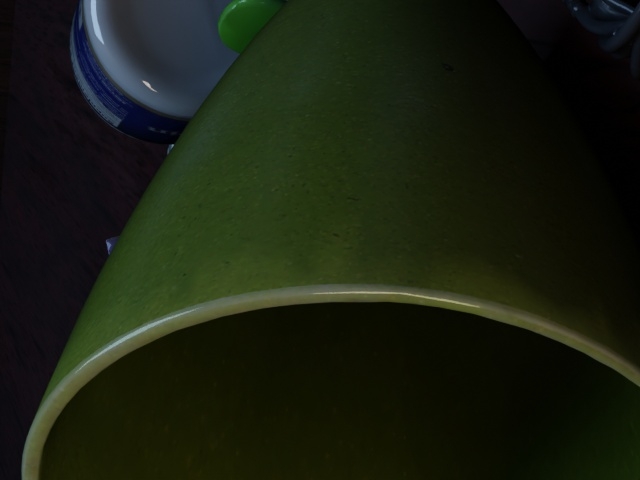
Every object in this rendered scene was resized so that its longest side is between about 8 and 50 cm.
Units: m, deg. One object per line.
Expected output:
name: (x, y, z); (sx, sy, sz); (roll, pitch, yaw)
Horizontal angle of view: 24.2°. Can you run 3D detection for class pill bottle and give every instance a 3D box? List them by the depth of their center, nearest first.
pill bottle: (-0.108, -0.152, 1.112); (0.265, 0.153, 0.153); (171, 102, -77)

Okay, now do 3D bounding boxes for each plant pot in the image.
plant pot: (0.027, 0.008, 0.692); (0.274, 0.275, 0.293); (113, 167, -45)

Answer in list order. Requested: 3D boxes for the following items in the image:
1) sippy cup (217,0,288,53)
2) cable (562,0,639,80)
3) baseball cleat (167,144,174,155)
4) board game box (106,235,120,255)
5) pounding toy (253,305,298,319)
sippy cup: (-0.032, -0.270, 0.903); (0.305, 0.224, 0.240); (-114, 33, -53)
cable: (0.148, -0.160, 0.659); (0.150, 0.047, 0.184); (119, 151, -42)
baseball cleat: (-0.112, -0.122, 1.344); (0.109, 0.072, 0.205); (-137, 56, -74)
board game box: (-0.118, 0.073, 1.221); (0.141, 0.048, 0.170); (-13, -90, -81)
pounding toy: (0.000, 0.000, 0.912); (0.110, 0.183, 0.237); (-58, 23, 3)
